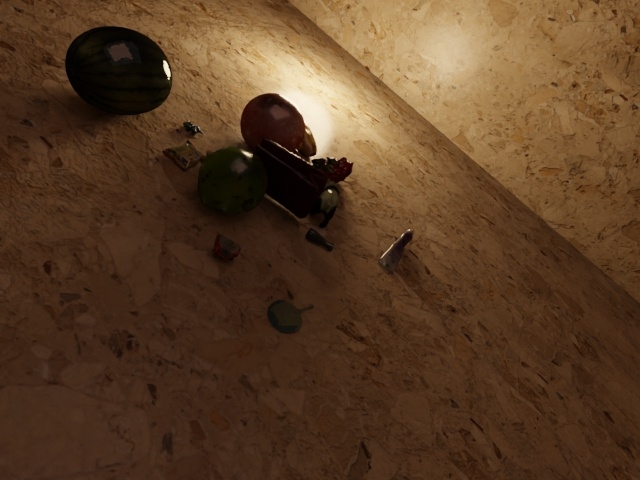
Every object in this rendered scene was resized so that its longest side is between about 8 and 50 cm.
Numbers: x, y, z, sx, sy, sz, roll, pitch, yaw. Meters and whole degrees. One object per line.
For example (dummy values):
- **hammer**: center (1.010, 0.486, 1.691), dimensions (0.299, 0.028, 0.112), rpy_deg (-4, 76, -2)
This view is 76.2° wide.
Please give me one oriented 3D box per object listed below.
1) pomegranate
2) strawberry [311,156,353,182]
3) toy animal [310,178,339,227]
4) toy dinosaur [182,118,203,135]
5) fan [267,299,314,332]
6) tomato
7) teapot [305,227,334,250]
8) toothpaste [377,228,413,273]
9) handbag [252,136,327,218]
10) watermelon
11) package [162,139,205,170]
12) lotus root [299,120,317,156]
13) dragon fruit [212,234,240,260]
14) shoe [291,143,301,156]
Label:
- **pomegranate**: center (-0.311, -0.219, 1.363), dimensions (0.236, 0.236, 0.302), rpy_deg (-4, 41, -41)
- **strawberry**: center (0.057, -0.292, 1.774), dimensions (0.286, 0.188, 0.106), rpy_deg (-5, 92, -59)
- **toy animal**: center (0.024, -0.161, 1.628), dimensions (0.094, 0.121, 0.225), rpy_deg (30, 36, -8)
- **toy dinosaur**: center (-0.495, -0.436, 1.584), dimensions (0.083, 0.030, 0.047), rpy_deg (35, 39, -3)
- **fan**: center (-0.083, 0.221, 1.234), dimensions (0.175, 0.005, 0.113), rpy_deg (-11, 58, -44)
- **tomato**: center (-0.198, -0.480, 1.680), dimensions (0.270, 0.227, 0.270), rpy_deg (4, 60, -7)
- **teapot**: center (0.000, 0.000, 1.508), dimensions (0.110, 0.043, 0.043), rpy_deg (34, 37, -11)
- **toothpaste**: center (0.331, 0.034, 1.724), dimensions (0.301, 0.048, 0.075), rpy_deg (-44, 110, -46)
- **handbag**: center (-0.126, -0.218, 1.461), dimensions (0.275, 0.260, 0.084), rpy_deg (33, 66, 0)
- **watermelon**: center (-0.666, -0.572, 1.392), dimensions (0.279, 0.279, 0.359), rpy_deg (48, 33, 14)
- **package**: center (-0.482, -0.305, 1.458), dimensions (0.108, 0.031, 0.121), rpy_deg (41, 43, 6)
- **lotus root**: center (-0.084, -0.496, 1.921), dimensions (0.110, 0.097, 0.258), rpy_deg (-6, 58, -45)
- **dragon fruit**: center (-0.290, 0.030, 1.228), dimensions (0.083, 0.060, 0.056), rpy_deg (34, 38, -20)
- **shoe**: center (-0.120, -0.400, 1.812), dimensions (0.069, 0.072, 0.109), rpy_deg (-2, 32, 13)
